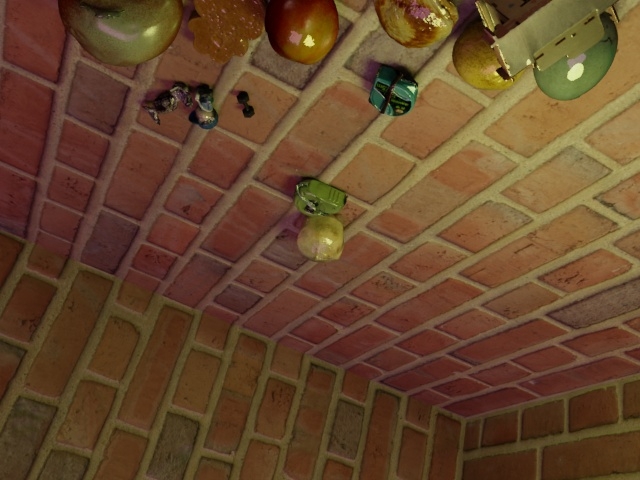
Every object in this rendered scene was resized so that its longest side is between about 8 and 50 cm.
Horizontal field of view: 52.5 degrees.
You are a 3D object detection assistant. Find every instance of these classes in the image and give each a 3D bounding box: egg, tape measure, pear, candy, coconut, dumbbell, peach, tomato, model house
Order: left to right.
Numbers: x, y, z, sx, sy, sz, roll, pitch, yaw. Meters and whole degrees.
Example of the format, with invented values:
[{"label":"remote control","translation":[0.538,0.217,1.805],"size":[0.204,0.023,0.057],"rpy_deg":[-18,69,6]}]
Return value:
[{"label":"tomato","translation":[-0.505,-0.576,1.623],"size":[0.303,0.239,0.303],"rpy_deg":[12,153,6]},{"label":"candy","translation":[-0.477,-0.422,2.022],"size":[0.226,0.051,0.094],"rpy_deg":[-9,102,42]},{"label":"dumbbell","translation":[-0.227,-0.411,1.967],"size":[0.036,0.040,0.083],"rpy_deg":[34,159,30]},{"label":"peach","translation":[-0.044,-0.533,1.563],"size":[0.197,0.197,0.197],"rpy_deg":[11,149,7]},{"label":"tape measure","translation":[-0.019,-0.143,2.263],"size":[0.177,0.087,0.154],"rpy_deg":[26,148,-14]},{"label":"coconut","translation":[0.001,-0.002,2.380],"size":[0.194,0.194,0.194],"rpy_deg":[11,149,7]},{"label":"tape measure","translation":[0.199,-0.399,1.760],"size":[0.125,0.081,0.146],"rpy_deg":[19,149,-1]},{"label":"pear","translation":[0.399,-0.438,1.538],"size":[0.178,0.178,0.178],"rpy_deg":[11,149,7]},{"label":"model house","translation":[0.460,-0.500,1.345],"size":[0.326,0.244,0.169],"rpy_deg":[-36,133,12]},{"label":"egg","translation":[0.575,-0.424,1.469],"size":[0.169,0.169,0.236],"rpy_deg":[13,150,3]}]

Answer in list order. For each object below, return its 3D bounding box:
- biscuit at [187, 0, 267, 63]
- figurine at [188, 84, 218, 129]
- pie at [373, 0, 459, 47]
[{"label":"biscuit","translation":[-0.247,-0.577,1.701],"size":[0.202,0.044,0.289],"rpy_deg":[23,150,-13]},{"label":"figurine","translation":[-0.357,-0.411,1.998],"size":[0.086,0.087,0.149],"rpy_deg":[44,143,24]},{"label":"pie","translation":[0.220,-0.531,1.515],"size":[0.205,0.084,0.179],"rpy_deg":[6,158,40]}]
